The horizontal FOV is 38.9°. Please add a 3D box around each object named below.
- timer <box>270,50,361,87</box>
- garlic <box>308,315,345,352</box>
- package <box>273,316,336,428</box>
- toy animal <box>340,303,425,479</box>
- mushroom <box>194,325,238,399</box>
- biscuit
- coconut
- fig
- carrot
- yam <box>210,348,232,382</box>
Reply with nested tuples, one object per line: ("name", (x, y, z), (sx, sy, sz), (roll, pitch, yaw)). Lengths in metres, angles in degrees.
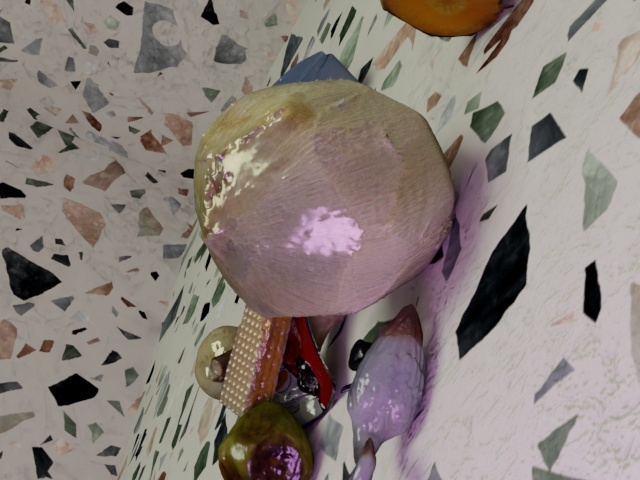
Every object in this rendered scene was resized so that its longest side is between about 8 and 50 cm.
("timer", (-0.083, -0.244, 2.113), (0.395, 0.173, 0.395), (-44, 18, 18))
("garlic", (0.004, 0.061, 1.607), (0.196, 0.151, 0.338), (97, 169, -45))
("package", (-0.050, 0.244, 1.538), (0.194, 0.071, 0.269), (55, 132, 30))
("toy animal", (0.076, 0.207, 1.141), (0.324, 0.090, 0.195), (-77, 8, -64))
("mushroom", (-0.200, 0.271, 1.995), (0.166, 0.127, 0.166), (-21, 62, 48))
("biscuit", (-0.085, 0.108, 1.513), (0.094, 0.054, 0.379), (22, 100, 53))
("coconut", (-0.006, -0.056, 1.254), (0.360, 0.346, 0.346), (-29, -19, -44))
("fig", (-0.087, 0.334, 1.441), (0.154, 0.144, 0.166), (-44, 21, 30))
("carrot", (0.213, -0.504, 1.449), (0.224, 0.224, 0.341), (143, 140, -63))
("yam", (-0.121, 0.209, 1.667), (0.241, 0.057, 0.057), (-17, -38, -55))
